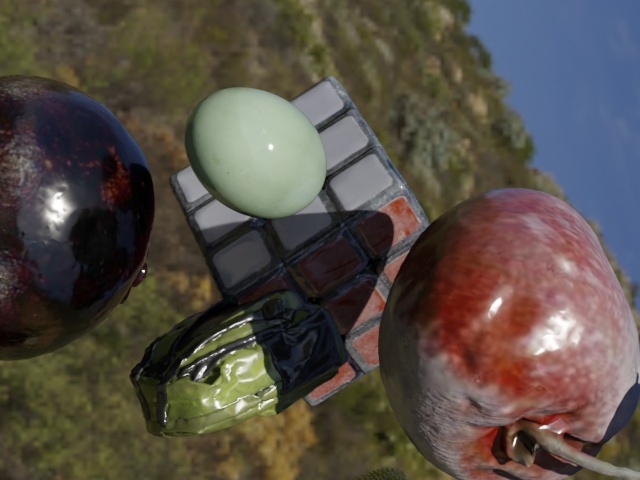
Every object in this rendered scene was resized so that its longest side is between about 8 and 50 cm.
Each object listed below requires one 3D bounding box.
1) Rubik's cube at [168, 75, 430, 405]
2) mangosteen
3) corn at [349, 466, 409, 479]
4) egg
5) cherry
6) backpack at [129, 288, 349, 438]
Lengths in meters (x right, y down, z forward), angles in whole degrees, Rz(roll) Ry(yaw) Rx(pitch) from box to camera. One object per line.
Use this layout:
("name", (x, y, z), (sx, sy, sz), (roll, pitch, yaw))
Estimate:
("Rubik's cube", (0.000, 0.000, 2.010), (0.305, 0.304, 0.301), (57, 3, -45))
("mangosteen", (-0.423, -0.047, 1.714), (0.382, 0.435, 0.382), (-44, -147, 39))
("corn", (0.034, 0.434, 2.197), (0.081, 0.248, 0.081), (50, -29, 42))
("egg", (-0.079, -0.107, 1.673), (0.149, 0.192, 0.149), (-34, -141, 33))
("cherry", (0.210, 0.112, 1.523), (0.335, 0.291, 0.326), (-81, 167, -67))
("backpack", (-0.109, 0.150, 1.669), (0.207, 0.253, 0.140), (-8, -75, 54))
